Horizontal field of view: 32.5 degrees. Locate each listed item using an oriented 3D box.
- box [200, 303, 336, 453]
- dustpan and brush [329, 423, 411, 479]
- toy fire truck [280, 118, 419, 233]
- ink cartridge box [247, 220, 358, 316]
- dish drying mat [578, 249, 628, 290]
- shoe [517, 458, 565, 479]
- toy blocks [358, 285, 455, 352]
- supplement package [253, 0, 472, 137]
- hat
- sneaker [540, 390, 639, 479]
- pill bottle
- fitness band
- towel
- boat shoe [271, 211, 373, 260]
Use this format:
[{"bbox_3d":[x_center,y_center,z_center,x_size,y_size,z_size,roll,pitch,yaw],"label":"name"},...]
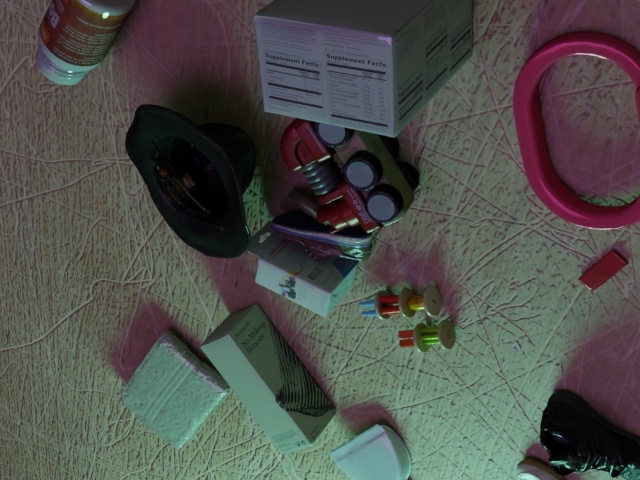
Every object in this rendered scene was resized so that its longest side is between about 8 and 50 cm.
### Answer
[{"bbox_3d":[-0.098,0.266,2.110,0.094,0.113,0.275,-25,107,42],"label":"box"},{"bbox_3d":[0.136,0.454,2.134,0.147,0.060,0.211,-36,91,31],"label":"dustpan and brush"},{"bbox_3d":[0.009,-0.107,1.763,0.246,0.158,0.217,-25,106,32],"label":"toy fire truck"},{"bbox_3d":[-0.041,0.047,1.916,0.181,0.104,0.061,26,131,16],"label":"ink cartridge box"},{"bbox_3d":[0.429,0.046,1.669,0.032,0.008,0.083,41,134,1],"label":"dish drying mat"},{"bbox_3d":[0.422,0.481,1.950,0.219,0.058,0.076,50,134,-7],"label":"shoe"},{"bbox_3d":[0.145,0.139,1.893,0.148,0.054,0.123,-8,116,37],"label":"toy blocks"},{"bbox_3d":[0.065,-0.278,1.500,0.204,0.262,0.145,14,128,25],"label":"supplement package"},{"bbox_3d":[-0.186,-0.122,1.872,0.331,0.134,0.331,36,147,28],"label":"hat"},{"bbox_3d":[0.453,0.357,1.794,0.227,0.130,0.087,36,136,4],"label":"sneaker"},{"bbox_3d":[-0.403,-0.363,1.851,0.121,0.121,0.216,43,134,0],"label":"pill bottle"},{"bbox_3d":[0.378,-0.150,1.535,0.209,0.054,0.290,4,122,35],"label":"fitness band"},{"bbox_3d":[-0.311,0.319,2.335,0.187,0.049,0.282,40,134,1],"label":"towel"},{"bbox_3d":[0.000,0.000,1.875,0.183,0.066,0.066,13,124,23],"label":"boat shoe"}]
